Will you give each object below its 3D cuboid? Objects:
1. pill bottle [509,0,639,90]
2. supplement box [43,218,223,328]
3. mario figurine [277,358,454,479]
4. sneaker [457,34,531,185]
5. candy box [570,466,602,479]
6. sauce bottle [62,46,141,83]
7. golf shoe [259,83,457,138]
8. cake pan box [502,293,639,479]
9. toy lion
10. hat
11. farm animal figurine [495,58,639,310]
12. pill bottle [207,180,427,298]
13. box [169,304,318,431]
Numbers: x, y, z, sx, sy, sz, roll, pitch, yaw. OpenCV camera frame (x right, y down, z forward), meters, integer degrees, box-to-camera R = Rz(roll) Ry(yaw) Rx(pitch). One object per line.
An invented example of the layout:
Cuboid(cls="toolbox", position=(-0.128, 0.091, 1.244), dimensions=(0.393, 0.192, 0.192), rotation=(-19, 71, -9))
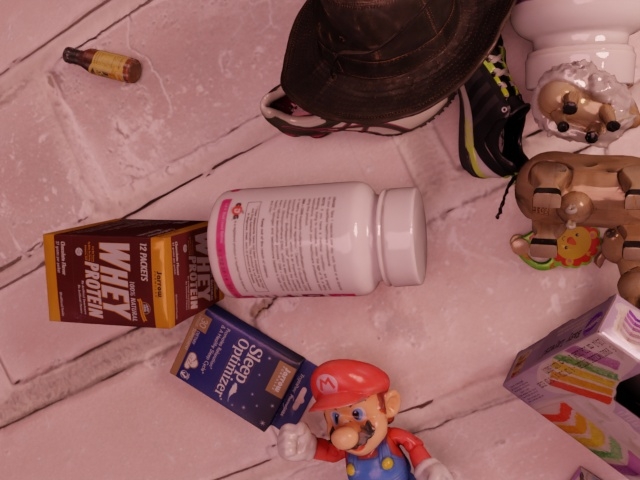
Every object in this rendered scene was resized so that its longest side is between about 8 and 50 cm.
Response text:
Cuboid(cls="pill bottle", position=(0.311, -0.334, 0.807), dimensions=(0.169, 0.169, 0.301), rotation=(2, 98, 16))
Cuboid(cls="supplement box", position=(-0.272, 0.043, 1.025), dimensions=(0.194, 0.191, 0.129), rotation=(2, 99, 16))
Cuboid(cls="mario figurine", position=(0.062, 0.324, 0.975), dimensions=(0.198, 0.170, 0.320), rotation=(-24, 100, -16))
Cuboid(cls="sneaker", position=(0.235, -0.189, 0.882), dimensions=(0.097, 0.084, 0.234), rotation=(12, 116, 52))
Cuboid(cls="candy box", position=(0.407, 0.444, 0.947), dimensions=(0.196, 0.070, 0.165), rotation=(32, 106, 9))
Cuboid(cls="sauce bottle", position=(-0.349, -0.282, 1.079), dimensions=(0.128, 0.042, 0.042), rotation=(17, 103, 16))
Cuboid(cls="golf shoe", position=(0.050, -0.191, 0.934), dimensions=(0.273, 0.120, 0.105), rotation=(-8, 94, 16))
Cuboid(cls="cake pan box", position=(0.388, 0.197, 0.831), dimensions=(0.246, 0.267, 0.070), rotation=(35, 63, 5))
Cuboid(cls="toy lion", position=(0.326, 0.003, 0.928), dimensions=(0.096, 0.034, 0.100), rotation=(43, 106, -2))
Cuboid(cls="hat", position=(0.058, -0.293, 0.812), dimensions=(0.331, 0.134, 0.331), rotation=(-17, 51, 23))
Cuboid(cls="farm animal figurine", position=(0.380, -0.034, 0.812), dimensions=(0.327, 0.172, 0.330), rotation=(17, 127, 10))
Cuboid(cls="pill bottle", position=(0.000, 0.000, 0.954), dimensions=(0.283, 0.160, 0.160), rotation=(-3, 97, 17))
Cuboid(cls="box", position=(-0.120, 0.209, 1.088), dimensions=(0.225, 0.036, 0.136), rotation=(29, 105, 9))
